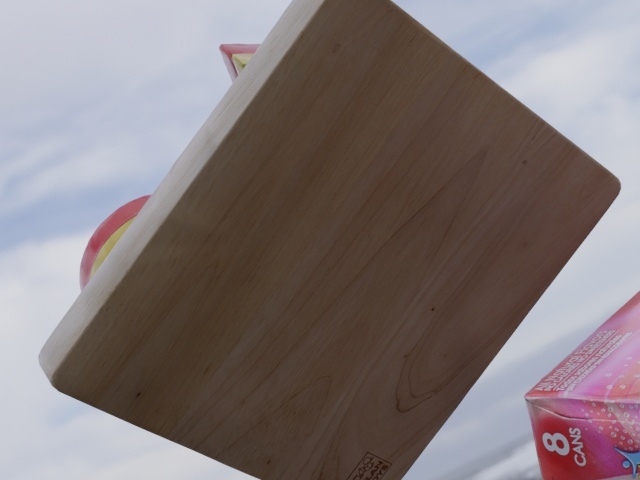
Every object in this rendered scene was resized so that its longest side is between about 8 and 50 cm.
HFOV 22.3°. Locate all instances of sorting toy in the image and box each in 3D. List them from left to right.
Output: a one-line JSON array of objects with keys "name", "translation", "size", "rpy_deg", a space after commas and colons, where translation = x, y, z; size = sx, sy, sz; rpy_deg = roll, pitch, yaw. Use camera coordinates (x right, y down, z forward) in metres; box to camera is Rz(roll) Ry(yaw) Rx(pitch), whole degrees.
[{"name": "sorting toy", "translation": [0.000, 0.000, 0.913], "size": [0.255, 0.089, 0.257], "rpy_deg": [31, -81, -41]}]

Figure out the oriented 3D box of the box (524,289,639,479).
[{"name": "box", "translation": [0.242, 0.079, 0.800], "size": [0.142, 0.154, 0.300], "rpy_deg": [0, 23, 38]}]
